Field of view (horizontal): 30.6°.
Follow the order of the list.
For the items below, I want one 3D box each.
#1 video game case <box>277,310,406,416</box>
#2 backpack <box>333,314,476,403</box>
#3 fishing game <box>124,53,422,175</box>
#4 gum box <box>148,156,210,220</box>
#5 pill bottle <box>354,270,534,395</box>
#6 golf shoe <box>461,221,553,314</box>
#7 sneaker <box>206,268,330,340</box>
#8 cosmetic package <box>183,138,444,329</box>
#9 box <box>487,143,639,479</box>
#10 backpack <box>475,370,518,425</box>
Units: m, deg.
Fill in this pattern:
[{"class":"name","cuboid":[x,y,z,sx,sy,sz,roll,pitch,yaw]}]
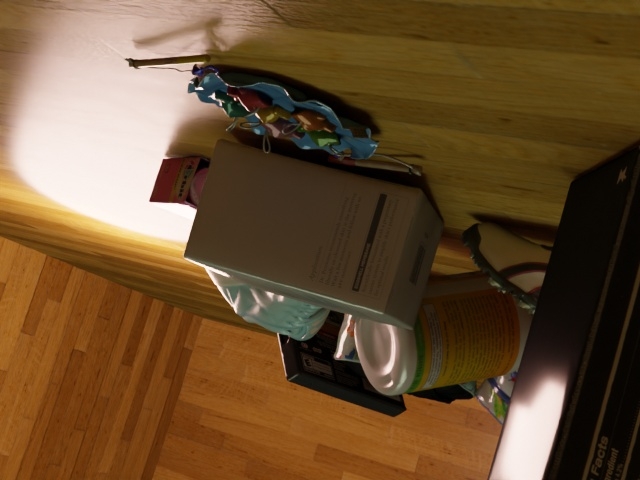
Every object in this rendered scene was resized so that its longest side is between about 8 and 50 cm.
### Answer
[{"class":"video game case","cuboid":[0.023,0.157,1.984,0.035,0.248,0.274,-35,140,29]},{"class":"backpack","cuboid":[0.142,0.155,1.827,0.225,0.191,0.253,11,177,21]},{"class":"fishing game","cuboid":[-0.036,-0.104,1.065,0.264,0.041,0.189,24,171,-40]},{"class":"gum box","cuboid":[-0.108,-0.044,1.487,0.188,0.062,0.107,23,170,-32]},{"class":"pill bottle","cuboid":[0.179,0.109,1.468,0.245,0.136,0.136,-7,-179,-24]},{"class":"golf shoe","cuboid":[0.273,0.043,1.227,0.273,0.120,0.105,38,-168,30]},{"class":"sneaker","cuboid":[-0.017,0.063,1.579,0.150,0.135,0.366,57,158,-19]},{"class":"cosmetic package","cuboid":[0.000,0.000,1.283,0.224,0.138,0.224,16,175,14]},{"class":"box","cuboid":[0.319,0.116,0.928,0.294,0.296,0.183,19,172,-5]},{"class":"backpack","cuboid":[0.386,0.238,1.665,0.290,0.273,0.356,53,173,47]}]
